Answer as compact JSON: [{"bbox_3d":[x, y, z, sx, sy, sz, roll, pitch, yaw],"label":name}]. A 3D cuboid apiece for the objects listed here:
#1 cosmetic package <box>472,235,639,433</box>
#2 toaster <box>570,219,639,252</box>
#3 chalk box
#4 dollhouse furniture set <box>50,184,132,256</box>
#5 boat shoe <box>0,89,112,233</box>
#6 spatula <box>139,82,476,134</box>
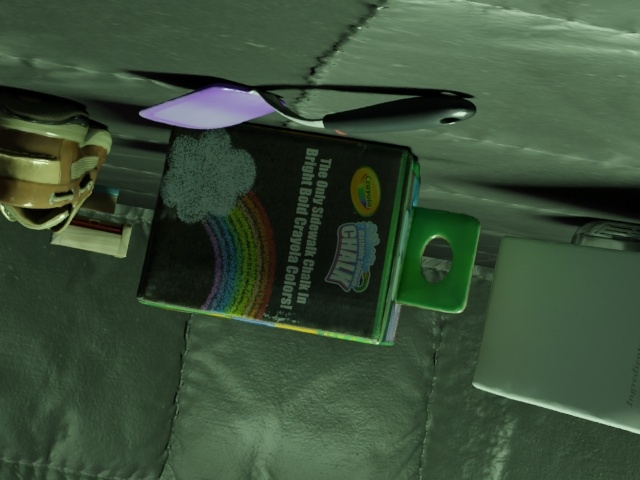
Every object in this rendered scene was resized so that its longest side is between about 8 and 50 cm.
[{"bbox_3d":[0.363,0.105,1.512,0.230,0.161,0.453,12,179,-29],"label":"cosmetic package"},{"bbox_3d":[0.369,0.061,1.875,0.227,0.146,0.129,9,178,15],"label":"toaster"},{"bbox_3d":[0.000,0.000,1.551,0.289,0.180,0.179,10,177,6],"label":"chalk box"},{"bbox_3d":[-0.193,-0.043,1.825,0.184,0.129,0.129,11,177,-10],"label":"dollhouse furniture set"},{"bbox_3d":[-0.286,-0.071,1.669,0.122,0.120,0.324,10,177,1],"label":"boat shoe"},{"bbox_3d":[-0.007,-0.093,1.207,0.296,0.030,0.084,6,177,43],"label":"spatula"}]
